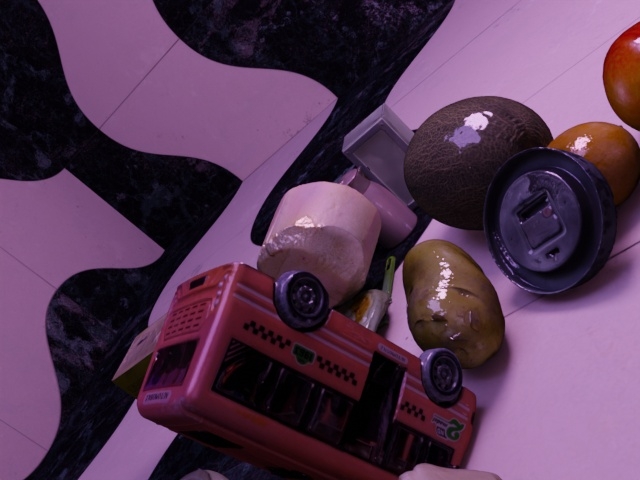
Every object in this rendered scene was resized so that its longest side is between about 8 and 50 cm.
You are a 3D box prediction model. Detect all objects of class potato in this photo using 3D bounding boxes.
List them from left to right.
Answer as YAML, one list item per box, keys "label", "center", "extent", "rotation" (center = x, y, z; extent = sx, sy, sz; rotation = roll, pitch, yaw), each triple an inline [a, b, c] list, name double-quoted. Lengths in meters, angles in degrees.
- label: "potato"
  center: [0.198, 0.095, 1.060]
  extent: [0.143, 0.169, 0.248]
  rotation: [-16, 34, 2]

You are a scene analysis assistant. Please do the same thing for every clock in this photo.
- label: "clock"
  center: [0.332, -0.029, 1.005]
  extent: [0.215, 0.041, 0.215]
  rotation: [10, 102, 56]

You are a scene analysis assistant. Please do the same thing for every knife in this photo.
- label: "knife"
  center: [0.132, 0.107, 1.421]
  extent: [0.054, 0.015, 0.212]
  rotation: [-41, 21, 36]

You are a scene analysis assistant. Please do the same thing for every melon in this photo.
- label: "melon"
  center: [0.279, -0.136, 1.240]
  extent: [0.237, 0.237, 0.301]
  rotation: [-53, 19, -17]

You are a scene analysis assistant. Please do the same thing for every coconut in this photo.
- label: "coconut"
  center: [0.000, 0.000, 1.411]
  extent: [0.239, 0.239, 0.244]
  rotation: [-32, 26, 39]

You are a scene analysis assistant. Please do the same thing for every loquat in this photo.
- label: "loquat"
  center: [0.410, -0.110, 1.045]
  extent: [0.163, 0.137, 0.163]
  rotation: [-25, 36, 20]

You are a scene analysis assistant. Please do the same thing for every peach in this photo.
- label: "peach"
  center: [0.517, -0.254, 1.030]
  extent: [0.197, 0.197, 0.197]
  rotation: [-41, 19, 18]

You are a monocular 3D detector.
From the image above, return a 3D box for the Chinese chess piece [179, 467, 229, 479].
- label: "Chinese chess piece"
  center: [-0.240, 0.535, 1.266]
  extent: [0.237, 0.092, 0.238]
  rotation: [-41, 19, 17]

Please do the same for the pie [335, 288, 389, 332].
- label: "pie"
  center: [0.052, 0.198, 1.334]
  extent: [0.240, 0.054, 0.240]
  rotation: [-50, 15, 19]

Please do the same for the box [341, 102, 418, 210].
- label: "box"
  center: [0.174, -0.186, 1.581]
  extent: [0.129, 0.225, 0.086]
  rotation: [-39, 21, 27]

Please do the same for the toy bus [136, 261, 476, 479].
- label: "toy bus"
  center: [-0.005, 0.207, 0.900]
  extent: [0.203, 0.426, 0.233]
  rotation: [-22, 43, 53]

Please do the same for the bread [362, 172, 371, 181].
- label: "bread"
  center: [0.145, -0.143, 1.705]
  extent: [0.154, 0.136, 0.054]
  rotation: [-49, 36, 8]

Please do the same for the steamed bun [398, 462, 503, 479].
- label: "steamed bun"
  center: [0.093, 0.365, 0.691]
  extent: [0.289, 0.203, 0.276]
  rotation: [-46, 18, 2]

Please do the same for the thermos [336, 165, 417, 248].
- label: "thermos"
  center: [0.108, -0.067, 1.542]
  extent: [0.137, 0.193, 0.105]
  rotation: [-51, 20, -8]

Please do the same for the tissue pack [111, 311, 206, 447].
- label: "tissue pack"
  center: [-0.286, 0.305, 1.540]
  extent: [0.200, 0.274, 0.167]
  rotation: [-36, 21, 32]
